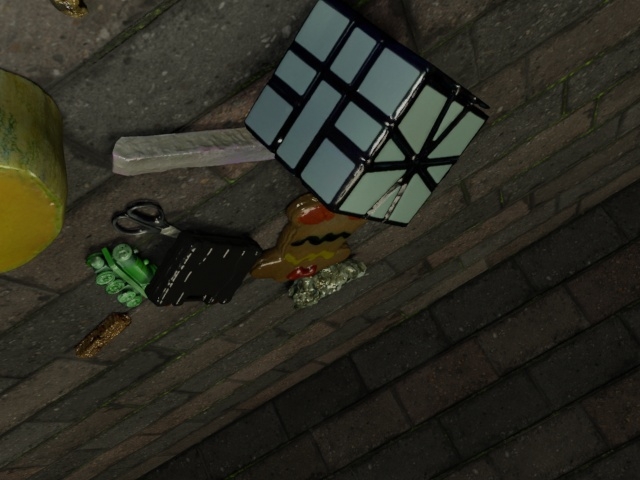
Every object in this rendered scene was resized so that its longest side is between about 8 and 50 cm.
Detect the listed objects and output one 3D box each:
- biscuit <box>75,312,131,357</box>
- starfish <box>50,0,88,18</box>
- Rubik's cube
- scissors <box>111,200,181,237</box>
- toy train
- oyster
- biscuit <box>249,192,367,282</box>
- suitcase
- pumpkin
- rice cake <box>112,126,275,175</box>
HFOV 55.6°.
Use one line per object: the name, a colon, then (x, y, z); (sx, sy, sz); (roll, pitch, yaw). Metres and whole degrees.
biscuit: (-0.608, 0.266, 1.695); (0.199, 0.034, 0.064); (-40, 154, 22)
starfish: (-0.302, -0.358, 0.736); (0.146, 0.074, 0.190); (4, 139, -42)
Rubik's cube: (0.085, -0.224, 1.108); (0.288, 0.283, 0.293); (11, 118, -55)
scissors: (-0.355, -0.026, 1.404); (0.109, 0.022, 0.300); (-31, 158, 14)
toy train: (-0.455, 0.080, 1.440); (0.119, 0.085, 0.251); (-31, 159, -9)
oyster: (0.017, 0.144, 2.046); (0.267, 0.112, 0.198); (-38, 155, 14)
biscuit: (0.000, 0.000, 1.782); (0.368, 0.076, 0.394); (-6, 148, -40)
suitcase: (-0.288, 0.074, 1.536); (0.206, 0.066, 0.285); (-55, 153, 15)
pumpkin: (-0.527, -0.082, 0.891); (0.332, 0.199, 0.332); (-27, 156, -13)
rice cake: (-0.213, -0.183, 1.190); (0.399, 0.064, 0.070); (-12, 159, -33)
